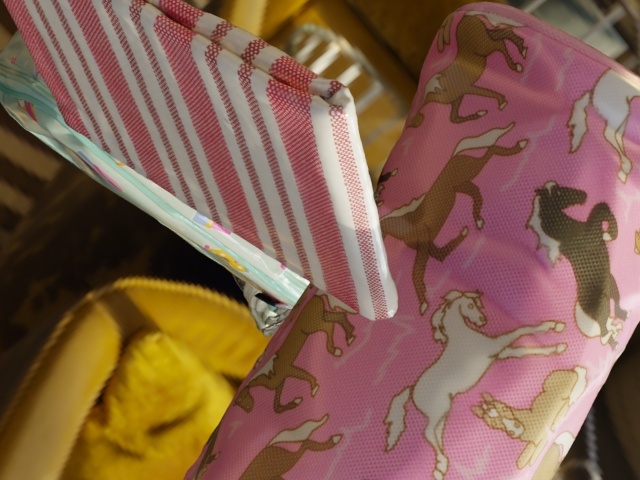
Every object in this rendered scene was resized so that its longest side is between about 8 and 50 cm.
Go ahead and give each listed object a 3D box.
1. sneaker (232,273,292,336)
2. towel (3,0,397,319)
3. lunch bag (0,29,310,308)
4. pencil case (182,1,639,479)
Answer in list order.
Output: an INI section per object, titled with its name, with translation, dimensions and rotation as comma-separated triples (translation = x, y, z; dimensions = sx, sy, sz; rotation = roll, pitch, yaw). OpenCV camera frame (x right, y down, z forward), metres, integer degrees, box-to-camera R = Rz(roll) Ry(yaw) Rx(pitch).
[sneaker]
translation = 0.000, 0.000, 1.380
dimensions = 0.122, 0.110, 0.283
rotation = 57, 19, 10
[towel]
translation = -0.051, -0.056, 0.593
dimensions = 0.197, 0.029, 0.144
rotation = 32, -20, 25
[lunch bag]
translation = -0.100, -0.063, 1.081
dimensions = 0.279, 0.108, 0.224
rotation = 39, -7, -25
[pencil case]
translation = 0.038, 0.073, 0.733
dimensions = 0.167, 0.386, 0.160
rotation = 34, -7, -3
